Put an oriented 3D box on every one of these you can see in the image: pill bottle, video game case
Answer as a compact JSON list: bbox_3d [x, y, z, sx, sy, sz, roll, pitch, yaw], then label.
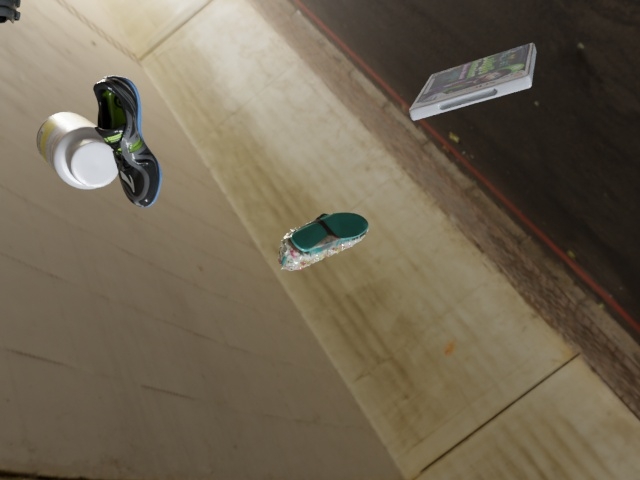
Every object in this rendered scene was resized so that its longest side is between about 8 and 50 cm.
[{"bbox_3d":[-0.452,-0.167,1.099,0.215,0.117,0.117,31,167,48],"label":"pill bottle"},{"bbox_3d":[0.238,-0.248,0.900,0.022,0.173,0.190,67,-150,-22],"label":"video game case"}]

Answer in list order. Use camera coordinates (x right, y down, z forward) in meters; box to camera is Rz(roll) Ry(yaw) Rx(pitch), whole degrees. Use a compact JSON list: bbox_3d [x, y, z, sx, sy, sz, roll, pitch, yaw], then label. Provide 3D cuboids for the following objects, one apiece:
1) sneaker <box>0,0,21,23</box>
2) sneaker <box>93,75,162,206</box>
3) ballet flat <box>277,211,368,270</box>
[{"bbox_3d":[-0.564,-0.471,1.043,0.295,0.105,0.146,-78,-5,-63],"label":"sneaker"},{"bbox_3d":[-0.280,-0.136,0.823,0.078,0.067,0.188,-40,-61,-69],"label":"sneaker"},{"bbox_3d":[0.000,0.000,1.150,0.241,0.077,0.091,-17,-119,-47],"label":"ballet flat"}]
